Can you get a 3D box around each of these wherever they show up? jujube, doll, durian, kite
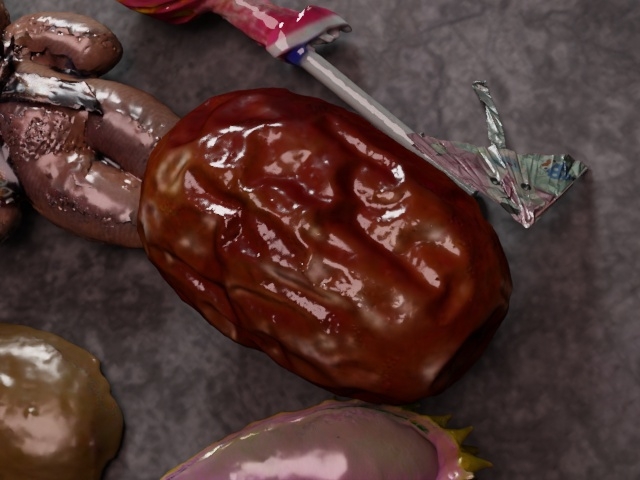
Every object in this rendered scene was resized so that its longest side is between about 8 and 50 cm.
[{"bbox_3d":[0.000,0.000,0.772,0.250,0.174,0.174,33,87,21],"label":"jujube"},{"bbox_3d":[-0.237,-0.106,0.875,0.303,0.156,0.201,26,78,15],"label":"doll"},{"bbox_3d":[-0.015,0.186,0.758,0.261,0.153,0.186,-2,55,17],"label":"durian"},{"bbox_3d":[0.122,-0.062,0.802,0.139,0.011,0.156,11,41,-16],"label":"kite"}]

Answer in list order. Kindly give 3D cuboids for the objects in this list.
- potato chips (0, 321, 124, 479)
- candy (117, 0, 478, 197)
[{"bbox_3d":[-0.246,0.134,0.871,0.202,0.049,0.150,15,86,12],"label":"potato chips"},{"bbox_3d":[-0.028,-0.148,0.864,0.365,0.124,0.124,40,89,12],"label":"candy"}]
